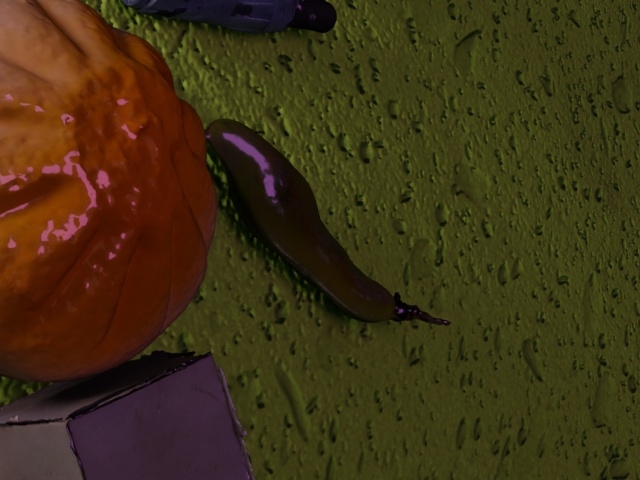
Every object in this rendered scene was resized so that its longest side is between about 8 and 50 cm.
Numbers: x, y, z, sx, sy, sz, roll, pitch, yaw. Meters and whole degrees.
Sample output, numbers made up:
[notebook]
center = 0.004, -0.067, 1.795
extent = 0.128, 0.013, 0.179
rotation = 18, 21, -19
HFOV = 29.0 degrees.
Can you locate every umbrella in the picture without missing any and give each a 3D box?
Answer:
[umbrella]
center = -0.079, -0.222, 1.148
extent = 0.250, 0.052, 0.053
rotation = 2, 77, -45

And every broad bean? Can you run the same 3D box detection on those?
[broad bean]
center = -0.006, 0.001, 1.165
extent = 0.075, 0.067, 0.325
rotation = -49, 121, -8

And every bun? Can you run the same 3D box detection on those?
[bun]
center = -0.181, -0.054, 0.889
extent = 0.299, 0.164, 0.299
rotation = 23, 59, -45

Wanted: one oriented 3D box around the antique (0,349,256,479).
[antique]
center = -0.150, 0.171, 0.902
extent = 0.146, 0.152, 0.148
rotation = -20, 97, -46
